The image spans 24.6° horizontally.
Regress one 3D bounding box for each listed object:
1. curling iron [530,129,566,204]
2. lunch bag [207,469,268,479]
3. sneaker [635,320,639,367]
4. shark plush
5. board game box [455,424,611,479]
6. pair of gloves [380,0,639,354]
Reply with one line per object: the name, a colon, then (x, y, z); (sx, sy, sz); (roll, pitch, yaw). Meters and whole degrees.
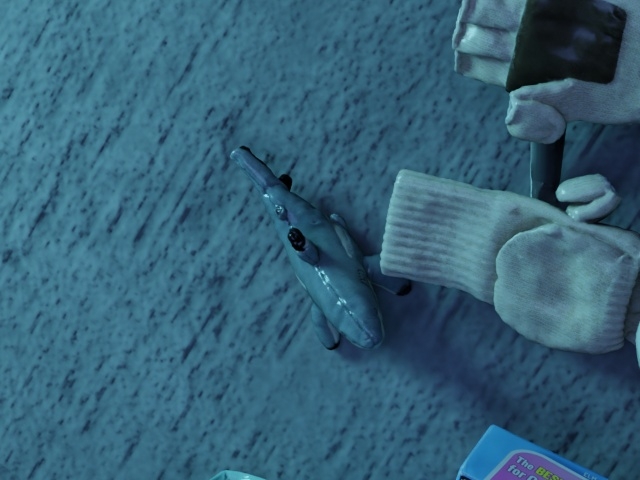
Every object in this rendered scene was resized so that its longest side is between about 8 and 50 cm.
curling iron: (0.157, -0.151, 0.901); (0.068, 0.035, 0.274); (18, 111, 26)
lunch bag: (-0.068, 0.271, 0.885); (0.160, 0.262, 0.223); (12, 92, 16)
sneaker: (0.263, 0.111, 0.744); (0.102, 0.146, 0.293); (-33, 62, -10)
shark plush: (0.000, 0.000, 0.966); (0.073, 0.067, 0.161); (-26, 83, 15)
board game box: (0.199, 0.282, 0.867); (0.316, 0.064, 0.242); (25, 118, 15)
pair of gloves: (0.155, -0.046, 0.898); (0.204, 0.042, 0.240); (22, 113, 7)
